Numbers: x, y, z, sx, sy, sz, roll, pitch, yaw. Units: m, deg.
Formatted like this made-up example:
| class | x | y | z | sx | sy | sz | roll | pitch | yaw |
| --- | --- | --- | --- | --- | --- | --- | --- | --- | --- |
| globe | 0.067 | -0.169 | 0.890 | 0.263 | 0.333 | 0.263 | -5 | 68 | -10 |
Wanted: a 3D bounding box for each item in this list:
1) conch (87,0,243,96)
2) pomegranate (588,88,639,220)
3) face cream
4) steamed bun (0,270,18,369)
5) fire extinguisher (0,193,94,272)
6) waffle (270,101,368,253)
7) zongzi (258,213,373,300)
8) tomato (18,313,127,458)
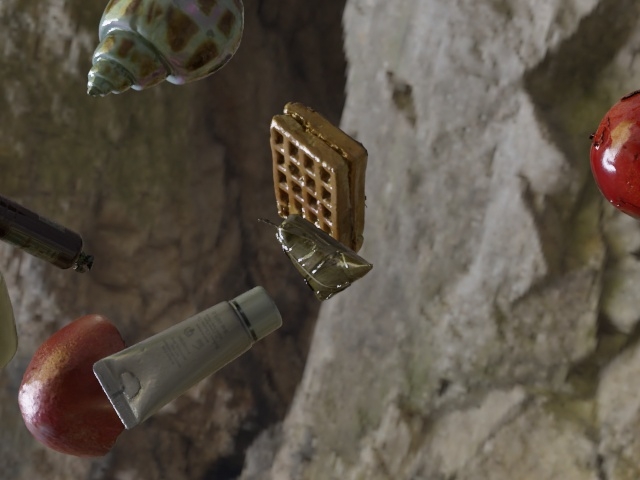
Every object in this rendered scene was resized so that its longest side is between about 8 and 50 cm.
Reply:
| class | x | y | z | sx | sy | sz | roll | pitch | yaw |
| --- | --- | --- | --- | --- | --- | --- | --- | --- | --- |
| conch | -0.255 | -0.372 | 2.071 | 0.249 | 0.197 | 0.368 | 42 | -139 | 8 |
| pomegranate | 0.520 | -0.129 | 1.869 | 0.235 | 0.210 | 0.210 | -11 | -160 | -11 |
| face cream | -0.215 | 0.182 | 2.085 | 0.314 | 0.089 | 0.143 | -28 | -119 | -13 |
| steamed bun | -0.626 | 0.144 | 2.044 | 0.250 | 0.200 | 0.155 | -16 | -143 | -19 |
| fire extinguisher | -0.480 | -0.001 | 2.158 | 0.231 | 0.071 | 0.099 | 30 | 157 | -34 |
| waffle | -0.003 | -0.115 | 2.598 | 0.098 | 0.327 | 0.224 | -35 | -120 | -25 |
| zongzi | 0.000 | 0.000 | 2.130 | 0.081 | 0.189 | 0.178 | -38 | -179 | -29 |
| tomato | -0.506 | 0.298 | 2.489 | 0.170 | 0.308 | 0.309 | -4 | -158 | -35 |
